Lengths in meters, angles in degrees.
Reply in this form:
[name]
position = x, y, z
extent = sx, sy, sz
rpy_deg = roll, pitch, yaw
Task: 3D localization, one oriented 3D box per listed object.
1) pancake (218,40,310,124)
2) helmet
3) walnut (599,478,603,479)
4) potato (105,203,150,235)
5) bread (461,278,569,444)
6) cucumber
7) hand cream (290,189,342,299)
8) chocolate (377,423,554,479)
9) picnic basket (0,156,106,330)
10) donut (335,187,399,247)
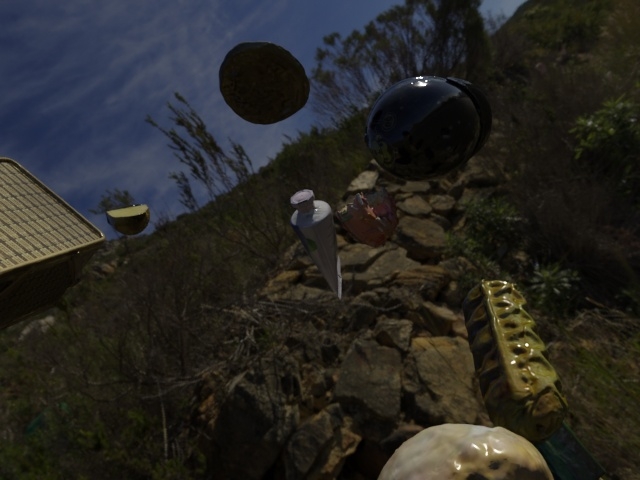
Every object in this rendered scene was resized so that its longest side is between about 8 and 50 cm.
[pancake]
position = -0.141, -0.385, 1.084
extent = 0.242, 0.242, 0.050
rpy_deg = 117, 157, -54
[helmet]
position = 0.230, -0.229, 0.918
extent = 0.160, 0.279, 0.230
rpy_deg = -63, -34, -63
[walnut]
position = 0.554, 0.557, 0.998
extent = 0.184, 0.155, 0.155
rpy_deg = -10, 7, 21
[potato]
position = -0.449, -0.042, 1.009
extent = 0.096, 0.103, 0.066
rpy_deg = -15, -67, -23
[bread]
position = 0.269, 0.161, 0.612
extent = 0.269, 0.098, 0.087
rpy_deg = -75, -23, -58
[cucumber]
position = 0.345, 0.334, 0.654
extent = 0.116, 0.115, 0.062
rpy_deg = -40, -41, 11
[hand cream]
position = 0.000, 0.000, 0.546
extent = 0.084, 0.053, 0.142
rpy_deg = -86, -21, -52
[chocolate]
position = 0.074, 0.279, 0.339
extent = 0.309, 0.134, 0.134
rpy_deg = -64, -10, 7
[picnic basket]
position = -0.253, 0.004, 0.309
extent = 0.079, 0.115, 0.164
rpy_deg = -47, 6, 7
[donut]
position = 0.106, -0.042, 0.838
extent = 0.065, 0.117, 0.166
rpy_deg = -30, 2, 38
